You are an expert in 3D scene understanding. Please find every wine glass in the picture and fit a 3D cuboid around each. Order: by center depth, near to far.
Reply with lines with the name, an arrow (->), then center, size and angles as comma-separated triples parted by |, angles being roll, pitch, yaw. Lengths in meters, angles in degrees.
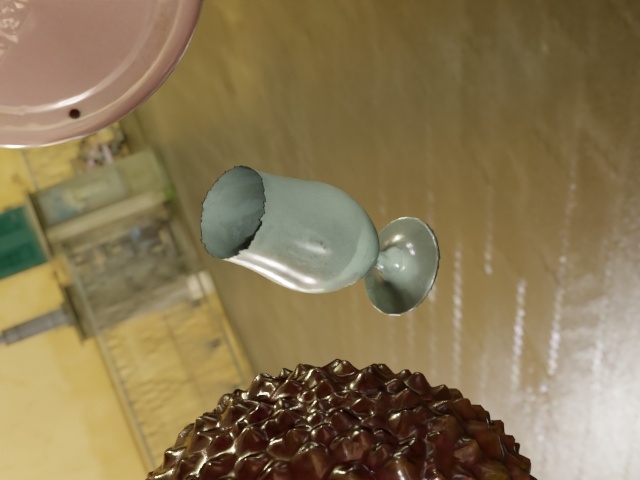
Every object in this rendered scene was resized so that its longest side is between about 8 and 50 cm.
wine glass -> 0.000, 0.000, 1.193 | 0.093, 0.202, 0.092 | -17, 66, 44

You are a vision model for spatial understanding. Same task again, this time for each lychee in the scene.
lychee -> 0.017, 0.207, 0.903 | 0.304, 0.276, 0.275 | -36, 73, 50

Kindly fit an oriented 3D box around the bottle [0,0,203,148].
bottle -> -0.152, -0.185, 0.764 | 0.297, 0.207, 0.173 | -118, 23, -56
